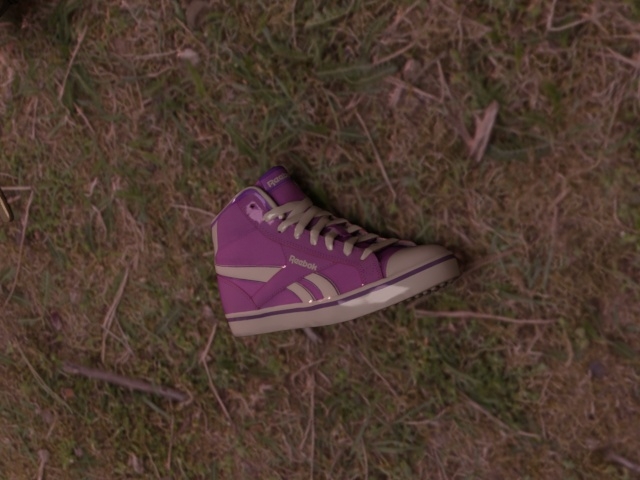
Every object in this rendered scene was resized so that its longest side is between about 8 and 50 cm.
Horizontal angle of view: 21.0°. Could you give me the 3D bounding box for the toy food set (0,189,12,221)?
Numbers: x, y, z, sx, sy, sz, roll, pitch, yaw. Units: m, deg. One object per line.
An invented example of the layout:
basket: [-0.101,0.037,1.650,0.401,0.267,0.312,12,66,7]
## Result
toy food set: [-0.451,-0.033,2.026,0.192,0.038,0.132,-32,84,36]

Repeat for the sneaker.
sneaker: [-0.001,0.000,1.689,0.282,0.102,0.161,-11,94,36]

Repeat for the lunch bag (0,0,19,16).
lunch bag: [-0.411,-0.386,1.794,0.305,0.212,0.256,42,85,17]
